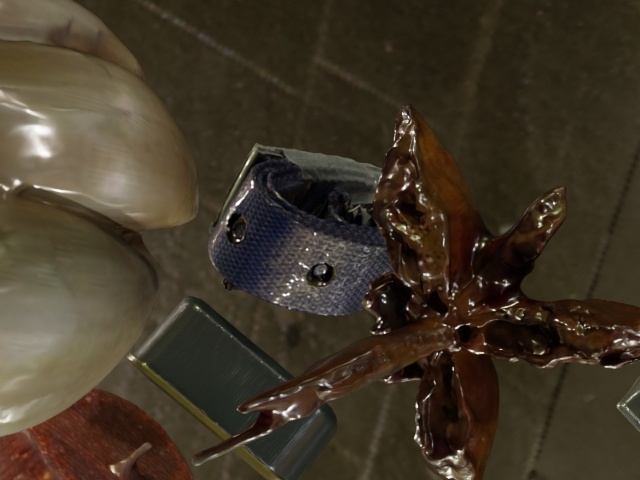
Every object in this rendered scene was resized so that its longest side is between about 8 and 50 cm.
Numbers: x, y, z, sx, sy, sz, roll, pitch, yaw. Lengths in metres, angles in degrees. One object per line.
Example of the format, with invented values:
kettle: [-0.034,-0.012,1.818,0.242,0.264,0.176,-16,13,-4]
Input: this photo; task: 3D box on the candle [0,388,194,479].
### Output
candle: [-0.241,0.252,1.722,0.131,0.317,0.287,-43,112,14]

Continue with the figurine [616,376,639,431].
figurine: [0.447,0.126,1.647,0.285,0.167,0.342,-48,60,22]

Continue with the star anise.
star anise: [0.041,0.040,0.653,0.158,0.144,0.140,46,118,10]

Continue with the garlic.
garlic: [-0.196,-0.031,0.865,0.132,0.325,0.279,-38,42,55]

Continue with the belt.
belt: [0.000,0.000,1.583,0.140,0.230,0.126,54,125,34]

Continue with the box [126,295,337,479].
box: [-0.080,0.149,1.604,0.201,0.090,0.144,39,171,9]
